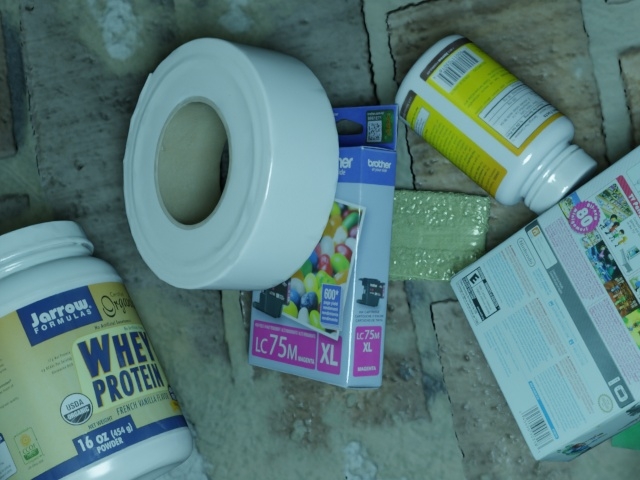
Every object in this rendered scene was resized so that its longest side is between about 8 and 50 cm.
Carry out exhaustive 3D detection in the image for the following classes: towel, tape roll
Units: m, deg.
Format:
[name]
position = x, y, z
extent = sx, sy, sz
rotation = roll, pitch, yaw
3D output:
[towel]
position = 0.123, -0.005, 1.297
extent = 0.148, 0.027, 0.110
rotation = 2, 88, 21
[tape roll]
position = -0.109, -0.085, 1.283
extent = 0.286, 0.100, 0.286
rotation = -4, 85, 48

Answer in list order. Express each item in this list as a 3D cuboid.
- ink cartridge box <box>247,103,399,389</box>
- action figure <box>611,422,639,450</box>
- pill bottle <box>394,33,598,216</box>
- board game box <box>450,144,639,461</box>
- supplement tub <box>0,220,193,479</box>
[ink cartridge box]
position = 0.000, 0.000, 1.277
extent = 0.185, 0.065, 0.311
rotation = 5, 90, 50
[action figure]
position = 0.382, 0.108, 1.180
extent = 0.137, 0.063, 0.232
rotation = 4, 93, 22
[pill bottle]
position = 0.192, -0.119, 1.228
extent = 0.215, 0.117, 0.117
rotation = 43, 102, 16
[board game box]
position = 0.309, 0.054, 1.134
extent = 0.303, 0.097, 0.224
rotation = -37, 59, 26
[supplement tub]
position = -0.311, 0.158, 1.339
extent = 0.228, 0.228, 0.316
rotation = -30, 79, 16
